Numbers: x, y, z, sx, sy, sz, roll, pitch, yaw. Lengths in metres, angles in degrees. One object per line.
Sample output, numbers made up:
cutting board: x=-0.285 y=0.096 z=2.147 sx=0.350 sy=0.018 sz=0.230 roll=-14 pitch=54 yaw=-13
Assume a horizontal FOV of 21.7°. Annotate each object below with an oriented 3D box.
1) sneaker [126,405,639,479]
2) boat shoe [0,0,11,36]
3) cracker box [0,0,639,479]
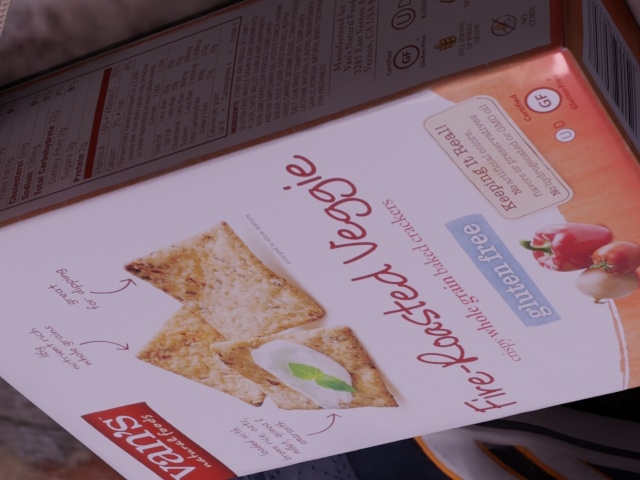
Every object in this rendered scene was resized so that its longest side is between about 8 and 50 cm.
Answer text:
sneaker: x=0.076 y=0.138 z=0.662 sx=0.321 sy=0.127 sz=0.126 roll=6 pitch=144 yaw=1
boat shoe: x=-0.115 y=-0.085 z=0.386 sx=0.123 sy=0.116 sz=0.324 roll=10 pitch=143 yaw=-8
cracker box: x=0.000 y=0.000 z=0.530 sx=0.232 sy=0.067 sz=0.156 roll=-16 pitch=138 yaw=26
